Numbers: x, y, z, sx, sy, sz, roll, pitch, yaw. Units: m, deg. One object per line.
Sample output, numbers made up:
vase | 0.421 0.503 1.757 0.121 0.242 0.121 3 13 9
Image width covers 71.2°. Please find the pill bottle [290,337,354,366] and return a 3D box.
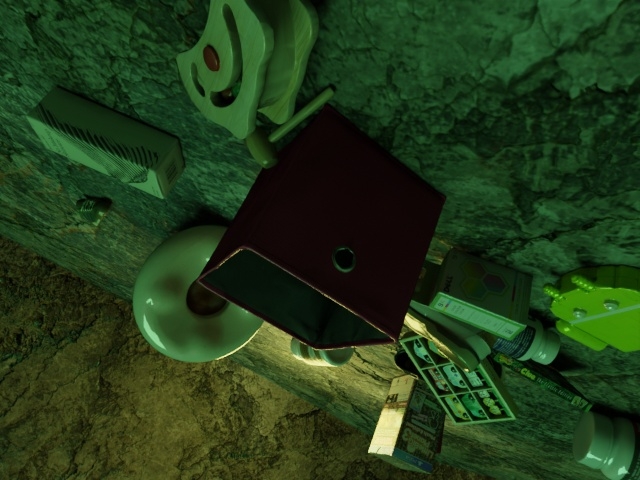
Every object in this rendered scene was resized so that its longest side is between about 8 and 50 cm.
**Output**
pill bottle | -0.003 0.353 1.505 0.131 0.131 0.229 36 152 -22

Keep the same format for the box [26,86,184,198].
box | -0.424 -0.195 0.903 0.275 0.094 0.113 23 153 4

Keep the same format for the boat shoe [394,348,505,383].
boat shoe | 0.323 0.329 1.192 0.113 0.127 0.340 23 165 -23

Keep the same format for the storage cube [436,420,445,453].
storage cube | 0.372 0.732 1.801 0.193 0.214 0.183 19 153 -2

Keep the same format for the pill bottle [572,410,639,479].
pill bottle | 0.818 0.550 1.134 0.284 0.161 0.161 17 153 16

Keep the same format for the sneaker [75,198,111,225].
sneaker | -0.698 -0.093 1.354 0.086 0.064 0.192 32 156 -25

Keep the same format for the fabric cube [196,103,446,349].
fabric cube | 0.000 0.000 0.719 0.254 0.258 0.259 34 152 -16

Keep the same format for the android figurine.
android figurine | 0.508 0.123 0.740 0.273 0.056 0.248 27 154 -8

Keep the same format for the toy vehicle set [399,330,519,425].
toy vehicle set | 0.331 0.322 1.078 0.166 0.035 0.266 -30 95 42

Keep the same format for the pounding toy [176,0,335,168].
pounding toy | -0.077 -0.231 0.573 0.154 0.155 0.269 50 147 14

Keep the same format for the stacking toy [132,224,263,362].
stacking toy | -0.377 0.101 1.275 0.351 0.350 0.480 42 168 -30

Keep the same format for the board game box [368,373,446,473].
board game box | 0.314 0.635 1.572 0.141 0.290 0.232 27 154 -3

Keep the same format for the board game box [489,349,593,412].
board game box | 0.473 0.287 1.014 0.260 0.030 0.136 30 -172 -11

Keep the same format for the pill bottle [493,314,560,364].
pill bottle | 0.387 0.186 0.909 0.170 0.094 0.094 23 154 4

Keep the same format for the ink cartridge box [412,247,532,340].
ink cartridge box | 0.262 0.084 0.805 0.210 0.109 0.062 21 143 9

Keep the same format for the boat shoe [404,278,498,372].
boat shoe | 0.222 0.134 0.909 0.302 0.103 0.113 40 168 43
